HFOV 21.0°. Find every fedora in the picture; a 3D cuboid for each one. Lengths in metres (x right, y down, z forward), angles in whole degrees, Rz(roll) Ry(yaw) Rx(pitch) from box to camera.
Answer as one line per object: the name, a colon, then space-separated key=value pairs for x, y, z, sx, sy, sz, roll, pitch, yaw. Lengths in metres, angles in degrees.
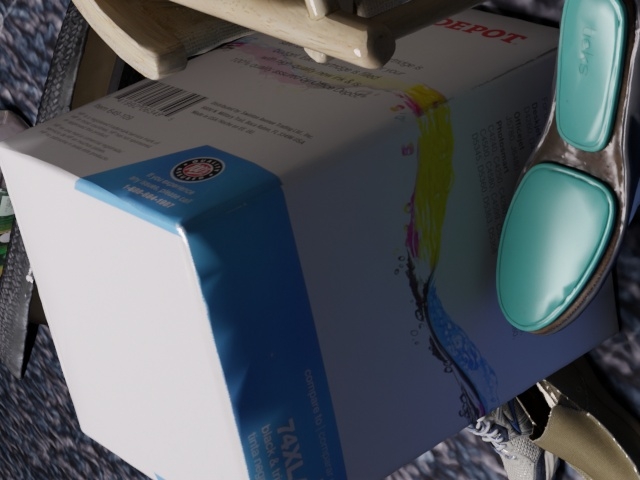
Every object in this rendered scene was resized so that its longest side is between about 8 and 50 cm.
fedora: x=-0.105 y=-0.057 z=1.145 sx=0.334 sy=0.152 sz=0.334 roll=-167 pitch=90 yaw=-85

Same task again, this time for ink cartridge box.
ink cartridge box: x=0.000 y=0.000 z=0.981 sx=0.198 sy=0.270 sz=0.197 roll=23 pitch=132 yaw=50

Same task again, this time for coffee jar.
coffee jar: x=-0.312 y=-0.036 z=1.655 sx=0.096 sy=0.079 sz=0.184 roll=51 pitch=148 yaw=18

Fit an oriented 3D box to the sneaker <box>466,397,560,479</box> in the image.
sneaker: x=0.109 y=0.109 z=1.107 sx=0.052 sy=0.058 sz=0.135 roll=6 pitch=118 yaw=57

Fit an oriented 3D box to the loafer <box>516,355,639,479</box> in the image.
loafer: x=0.155 y=0.114 z=1.045 sx=0.148 sy=0.050 sz=0.056 roll=53 pitch=149 yaw=19

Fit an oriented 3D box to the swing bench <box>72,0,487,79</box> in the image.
swing bench: x=0.025 y=-0.186 z=0.812 sx=0.254 sy=0.253 sz=0.165 roll=0 pitch=112 yaw=58

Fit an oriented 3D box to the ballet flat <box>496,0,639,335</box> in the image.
ballet flat: x=0.146 y=-0.045 z=0.896 sx=0.074 sy=0.074 sz=0.203 roll=34 pitch=125 yaw=42
